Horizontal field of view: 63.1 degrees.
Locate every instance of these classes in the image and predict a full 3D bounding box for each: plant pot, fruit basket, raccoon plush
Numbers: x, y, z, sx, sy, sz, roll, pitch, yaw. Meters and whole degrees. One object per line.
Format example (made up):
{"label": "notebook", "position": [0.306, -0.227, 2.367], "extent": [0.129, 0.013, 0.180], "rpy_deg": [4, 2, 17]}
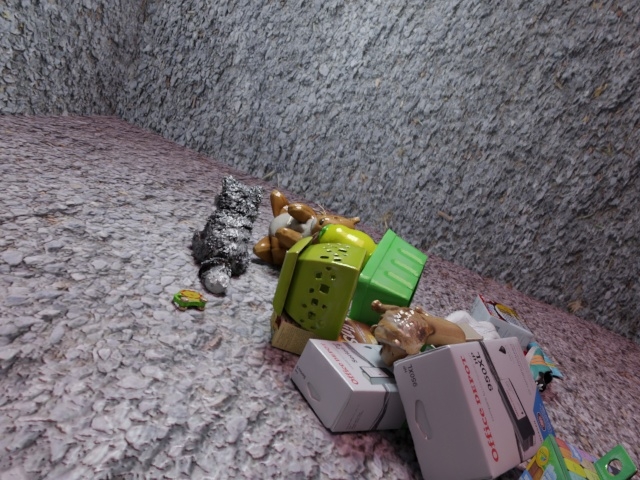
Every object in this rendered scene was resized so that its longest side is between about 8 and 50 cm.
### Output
{"label": "plant pot", "position": [0.456, 0.343, 1.731], "extent": [0.096, 0.109, 0.109], "rpy_deg": [4, 20, -20]}
{"label": "plant pot", "position": [-0.005, 0.119, 1.468], "extent": [0.207, 0.228, 0.227], "rpy_deg": [19, 16, 6]}
{"label": "fruit basket", "position": [0.145, 0.109, 1.759], "extent": [0.393, 0.282, 0.392], "rpy_deg": [8, 32, -5]}
{"label": "raccoon plush", "position": [-0.279, -0.031, 1.768], "extent": [0.216, 0.299, 0.446], "rpy_deg": [17, 16, -28]}

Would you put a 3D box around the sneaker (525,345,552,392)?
{"label": "sneaker", "position": [0.832, 0.506, 2.013], "extent": [0.121, 0.108, 0.302], "rpy_deg": [31, 23, 24]}

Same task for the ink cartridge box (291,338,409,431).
{"label": "ink cartridge box", "position": [0.106, 0.360, 1.304], "extent": [0.289, 0.121, 0.211], "rpy_deg": [14, 17, -39]}

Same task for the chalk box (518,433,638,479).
{"label": "chalk box", "position": [0.498, 0.519, 1.006], "extent": [0.179, 0.288, 0.180], "rpy_deg": [26, 14, 7]}

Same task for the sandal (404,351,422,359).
{"label": "sandal", "position": [0.403, 0.432, 1.604], "extent": [0.417, 0.102, 0.169], "rpy_deg": [17, -7, 32]}

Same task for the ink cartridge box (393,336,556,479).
{"label": "ink cartridge box", "position": [0.382, 0.398, 1.262], "extent": [0.395, 0.166, 0.285], "rpy_deg": [7, 60, -48]}

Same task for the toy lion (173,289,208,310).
{"label": "toy lion", "position": [-0.370, 0.162, 1.465], "extent": [0.096, 0.034, 0.100], "rpy_deg": [26, 13, 40]}

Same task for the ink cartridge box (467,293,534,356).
{"label": "ink cartridge box", "position": [0.832, 0.395, 2.359], "extent": [0.272, 0.130, 0.309], "rpy_deg": [25, 13, 0]}

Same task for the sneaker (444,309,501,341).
{"label": "sneaker", "position": [0.560, 0.341, 1.897], "extent": [0.297, 0.110, 0.129], "rpy_deg": [15, 22, -27]}

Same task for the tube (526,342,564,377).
{"label": "tube", "position": [0.979, 0.528, 2.286], "extent": [0.080, 0.052, 0.207], "rpy_deg": [12, 22, -16]}

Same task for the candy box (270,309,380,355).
{"label": "candy box", "position": [0.015, 0.279, 1.530], "extent": [0.317, 0.087, 0.183], "rpy_deg": [20, 16, -12]}

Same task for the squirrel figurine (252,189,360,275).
{"label": "squirrel figurine", "position": [0.000, 0.000, 2.026], "extent": [0.371, 0.280, 0.397], "rpy_deg": [-3, -34, 39]}

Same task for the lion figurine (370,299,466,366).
{"label": "lion figurine", "position": [0.287, 0.250, 1.425], "extent": [0.393, 0.142, 0.240], "rpy_deg": [5, 3, -32]}

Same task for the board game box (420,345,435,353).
{"label": "board game box", "position": [0.519, 0.428, 1.851], "extent": [0.242, 0.064, 0.317], "rpy_deg": [32, 16, 31]}
